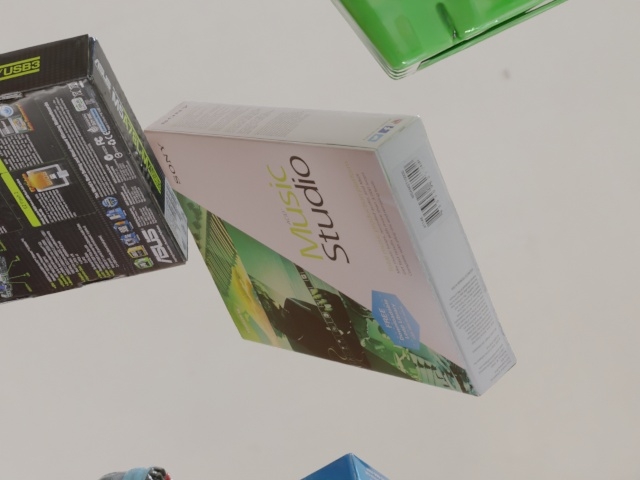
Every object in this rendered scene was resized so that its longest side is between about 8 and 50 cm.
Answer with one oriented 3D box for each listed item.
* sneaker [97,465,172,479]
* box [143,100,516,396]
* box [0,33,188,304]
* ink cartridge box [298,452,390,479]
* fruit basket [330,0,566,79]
[{"bbox_3d":[-0.212,0.313,1.420,0.104,0.125,0.262,66,31,-33],"label":"sneaker"},{"bbox_3d":[0.000,0.000,1.369,0.322,0.058,0.232,10,-50,52],"label":"box"},{"bbox_3d":[-0.198,-0.034,1.029,0.190,0.184,0.045,67,16,-50],"label":"box"},{"bbox_3d":[0.046,0.260,1.099,0.139,0.082,0.190,41,26,-45],"label":"ink cartridge box"},{"bbox_3d":[0.057,-0.299,0.948,0.392,0.283,0.392,-25,90,-86],"label":"fruit basket"}]
